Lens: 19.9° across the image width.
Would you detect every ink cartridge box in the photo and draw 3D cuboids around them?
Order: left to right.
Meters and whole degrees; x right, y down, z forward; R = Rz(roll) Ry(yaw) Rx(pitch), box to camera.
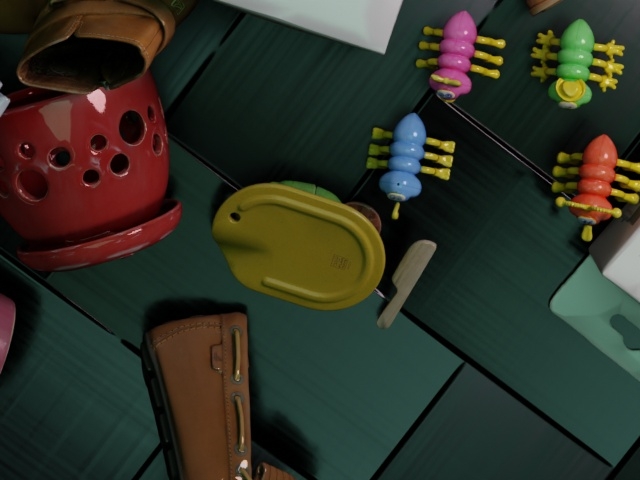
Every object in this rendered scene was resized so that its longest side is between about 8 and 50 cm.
[{"bbox_3d":[0.415,0.005,1.822,0.207,0.119,0.353,38,101,-6],"label":"ink cartridge box"}]

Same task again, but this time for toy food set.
[{"bbox_3d":[0.000,0.000,1.858,0.218,0.071,0.128,19,120,-2],"label":"toy food set"}]

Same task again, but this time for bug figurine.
[{"bbox_3d":[0.183,-0.117,1.805,0.279,0.072,0.216,6,87,11],"label":"bug figurine"}]

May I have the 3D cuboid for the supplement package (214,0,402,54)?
[{"bbox_3d":[-0.002,-0.282,1.702,0.177,0.293,0.175,18,96,-3],"label":"supplement package"}]

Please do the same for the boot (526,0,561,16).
[{"bbox_3d":[0.234,-0.334,1.815,0.152,0.073,0.197,43,84,-6],"label":"boot"}]

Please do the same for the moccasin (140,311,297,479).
[{"bbox_3d":[-0.075,0.256,1.817,0.147,0.139,0.380,-11,67,-9],"label":"moccasin"}]

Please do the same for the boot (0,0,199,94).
[{"bbox_3d":[-0.241,-0.203,1.717,0.283,0.220,0.109,-6,129,22],"label":"boot"}]

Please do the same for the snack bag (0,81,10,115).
[{"bbox_3d":[-0.431,-0.058,1.714,0.037,0.342,0.323,32,94,-32],"label":"snack bag"}]

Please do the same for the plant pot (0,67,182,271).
[{"bbox_3d":[-0.237,-0.069,1.779,0.191,0.191,0.174,-14,101,1],"label":"plant pot"}]

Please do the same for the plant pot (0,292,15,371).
[{"bbox_3d":[-0.408,0.090,1.801,0.180,0.201,0.201,21,97,-19],"label":"plant pot"}]
